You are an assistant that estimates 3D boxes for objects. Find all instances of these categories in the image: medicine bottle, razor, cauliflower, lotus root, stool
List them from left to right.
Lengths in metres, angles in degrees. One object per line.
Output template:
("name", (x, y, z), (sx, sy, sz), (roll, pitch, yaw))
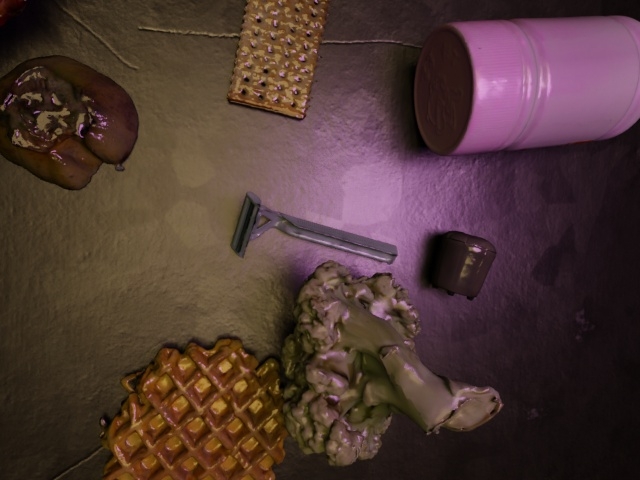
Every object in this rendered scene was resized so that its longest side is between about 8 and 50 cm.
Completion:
("lotus root", (-0.374, -0.174, 0.607), (0.203, 0.078, 0.183), (25, 88, -14))
("razor", (0.000, -0.007, 0.713), (0.277, 0.056, 0.111), (11, 127, -19))
("cauliflower", (0.058, 0.188, 0.615), (0.260, 0.281, 0.327), (-28, 108, -6))
("stool", (0.247, 0.042, 0.747), (0.096, 0.096, 0.110), (17, 95, -13))
("medicine bottle", (0.333, -0.250, 0.695), (0.315, 0.202, 0.202), (-7, 94, -12))

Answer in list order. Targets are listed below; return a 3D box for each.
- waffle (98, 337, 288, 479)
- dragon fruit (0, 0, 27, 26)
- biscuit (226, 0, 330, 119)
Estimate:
("waffle", (-0.190, 0.306, 0.678), (0.328, 0.062, 0.330), (-1, 94, -12))
("dragon fruit", (-0.544, -0.359, 0.557), (0.329, 0.228, 0.286), (-15, 129, -31))
("biscuit", (-0.063, -0.323, 0.697), (0.138, 0.016, 0.232), (11, 90, -12))
